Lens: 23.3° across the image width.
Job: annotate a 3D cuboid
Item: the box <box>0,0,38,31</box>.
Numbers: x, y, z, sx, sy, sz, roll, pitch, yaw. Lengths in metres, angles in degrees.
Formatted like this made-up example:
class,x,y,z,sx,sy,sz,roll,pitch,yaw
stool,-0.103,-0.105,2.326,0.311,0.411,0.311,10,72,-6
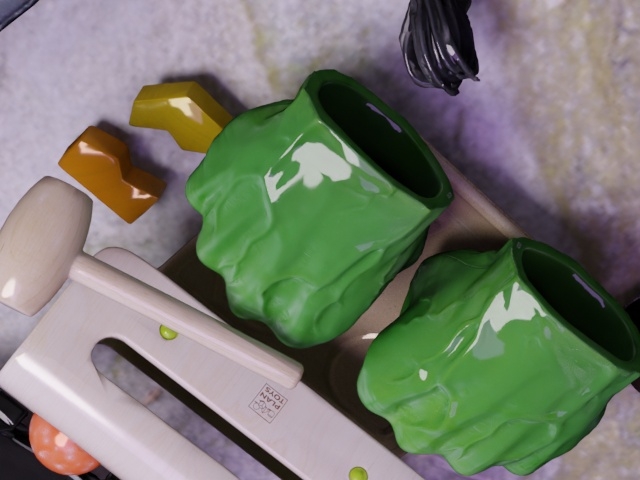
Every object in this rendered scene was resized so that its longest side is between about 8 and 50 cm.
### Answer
class,x,y,z,sx,sy,sz,roll,pitch,yaw
box,-0.359,-0.251,0.735,0.480,0.297,0.472,-32,110,29

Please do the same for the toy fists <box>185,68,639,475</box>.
class,x,y,z,sx,sy,sz,roll,pitch,yaw
toy fists,0.048,0.027,0.900,0.279,0.096,0.142,39,120,-12

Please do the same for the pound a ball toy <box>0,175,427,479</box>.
class,x,y,z,sx,sy,sz,roll,pitch,yaw
pound a ball toy,-0.081,0.118,0.939,0.319,0.136,0.208,38,168,-5

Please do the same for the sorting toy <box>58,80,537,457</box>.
class,x,y,z,sx,sy,sz,roll,pitch,yaw
sorting toy,0.000,0.000,0.980,0.307,0.041,0.229,41,127,-15

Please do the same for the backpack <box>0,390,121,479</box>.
class,x,y,z,sx,sy,sz,roll,pitch,yaw
backpack,-0.239,0.239,1.084,0.225,0.191,0.253,34,155,-3

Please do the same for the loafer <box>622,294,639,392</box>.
class,x,y,z,sx,sy,sz,roll,pitch,yaw
loafer,0.240,0.020,0.907,0.078,0.080,0.220,28,125,-12

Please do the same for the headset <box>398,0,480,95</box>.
class,x,y,z,sx,sy,sz,roll,pitch,yaw
headset,0.174,-0.170,0.709,0.394,0.243,0.185,0,100,47
